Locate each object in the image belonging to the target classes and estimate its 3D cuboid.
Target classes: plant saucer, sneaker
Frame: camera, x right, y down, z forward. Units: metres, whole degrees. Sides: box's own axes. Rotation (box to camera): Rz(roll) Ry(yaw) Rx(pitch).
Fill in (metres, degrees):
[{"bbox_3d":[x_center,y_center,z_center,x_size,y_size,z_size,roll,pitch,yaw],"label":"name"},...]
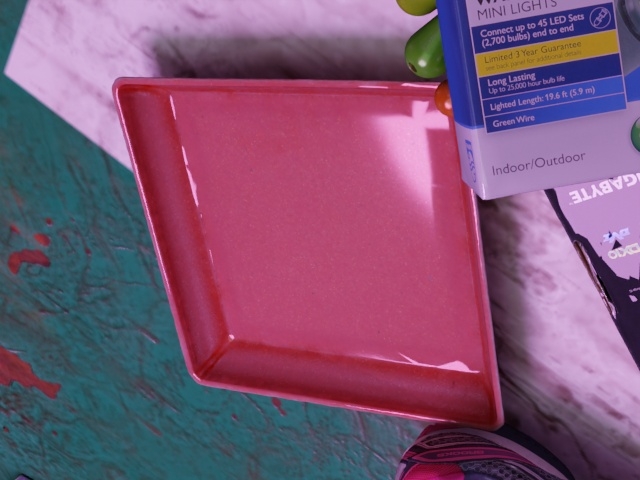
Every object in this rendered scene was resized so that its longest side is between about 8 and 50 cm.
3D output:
[{"bbox_3d":[0.000,0.000,0.825,0.258,0.048,0.259,5,121,28],"label":"plant saucer"},{"bbox_3d":[0.183,0.227,0.801,0.299,0.112,0.121,24,100,13],"label":"sneaker"}]

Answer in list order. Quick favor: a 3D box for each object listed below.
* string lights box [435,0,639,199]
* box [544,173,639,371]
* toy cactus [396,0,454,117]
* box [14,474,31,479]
[{"bbox_3d":[0.115,-0.160,0.554,0.133,0.077,0.260,-10,100,2],"label":"string lights box"},{"bbox_3d":[0.311,0.024,0.643,0.295,0.073,0.293,-21,109,37],"label":"box"},{"bbox_3d":[0.092,-0.162,0.637,0.219,0.112,0.180,46,121,13],"label":"toy cactus"},{"bbox_3d":[-0.178,0.337,1.140,0.324,0.063,0.067,25,131,14],"label":"box"}]
